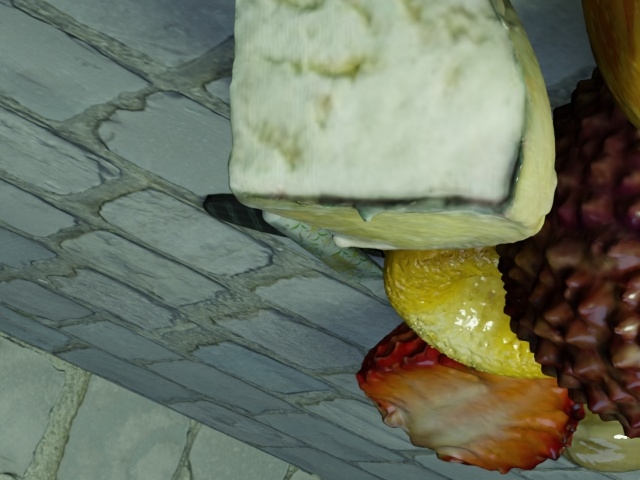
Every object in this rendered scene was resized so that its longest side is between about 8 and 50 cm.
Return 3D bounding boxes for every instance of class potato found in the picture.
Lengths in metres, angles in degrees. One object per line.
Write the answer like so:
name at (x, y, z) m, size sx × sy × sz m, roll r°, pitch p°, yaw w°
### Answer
potato at (0.068, -0.098, 0.934) m, size 0.189 × 0.211 × 0.264 m, roll 1°, pitch 172°, yaw 17°

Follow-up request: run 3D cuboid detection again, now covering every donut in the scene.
donut at (0.184, 0.034, 1.358) m, size 0.277 × 0.108 × 0.278 m, roll 15°, pitch 147°, yaw 10°

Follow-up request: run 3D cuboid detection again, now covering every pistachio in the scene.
pistachio at (0.383, 0.243, 1.860) m, size 0.185 × 0.108 × 0.126 m, roll 7°, pitch -178°, yaw 15°

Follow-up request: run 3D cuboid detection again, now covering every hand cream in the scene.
hand cream at (0.000, 0.000, 1.630) m, size 0.067 × 0.042 × 0.194 m, roll -13°, pitch 140°, yaw 43°

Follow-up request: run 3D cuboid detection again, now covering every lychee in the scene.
lychee at (0.263, -0.001, 0.971) m, size 0.306 × 0.306 × 0.330 m, roll 29°, pitch 159°, yaw -26°

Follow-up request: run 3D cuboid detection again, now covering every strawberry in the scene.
strawberry at (0.204, 0.154, 1.753) m, size 0.265 × 0.149 × 0.336 m, roll 32°, pitch 149°, yaw -14°

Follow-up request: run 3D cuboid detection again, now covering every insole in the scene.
insole at (0.004, -0.008, 1.678) m, size 0.309 × 0.012 × 0.110 m, roll 15°, pitch 160°, yaw 16°

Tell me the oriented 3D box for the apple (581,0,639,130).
apple at (0.250, -0.123, 0.679) m, size 0.277 × 0.250 × 0.309 m, roll 4°, pitch 150°, yaw 46°
